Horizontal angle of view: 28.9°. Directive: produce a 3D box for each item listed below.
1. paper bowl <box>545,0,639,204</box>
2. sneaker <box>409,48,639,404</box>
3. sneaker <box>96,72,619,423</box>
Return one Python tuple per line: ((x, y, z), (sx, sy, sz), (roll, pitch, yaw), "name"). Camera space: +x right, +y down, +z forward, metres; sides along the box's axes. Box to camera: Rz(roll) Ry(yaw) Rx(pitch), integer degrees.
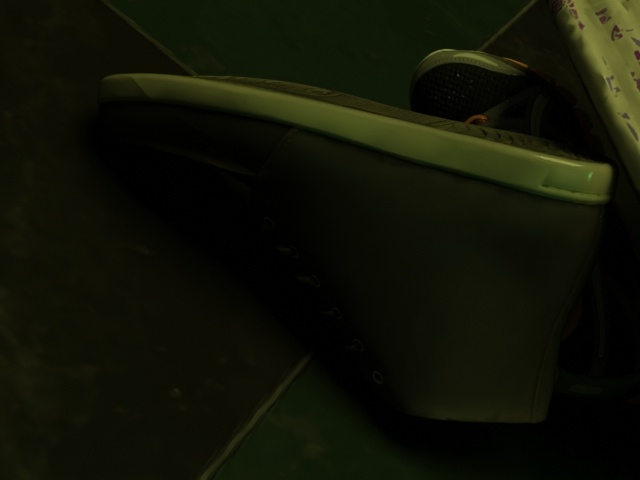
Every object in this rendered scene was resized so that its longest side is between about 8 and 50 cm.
((0.226, -0.020, 0.568), (0.284, 0.148, 0.284), (57, 15, -23), "paper bowl")
((0.097, -0.014, 0.611), (0.083, 0.084, 0.215), (-3, 51, -38), "sneaker")
((0.000, 0.000, 0.513), (0.222, 0.118, 0.083), (15, 11, 17), "sneaker")
